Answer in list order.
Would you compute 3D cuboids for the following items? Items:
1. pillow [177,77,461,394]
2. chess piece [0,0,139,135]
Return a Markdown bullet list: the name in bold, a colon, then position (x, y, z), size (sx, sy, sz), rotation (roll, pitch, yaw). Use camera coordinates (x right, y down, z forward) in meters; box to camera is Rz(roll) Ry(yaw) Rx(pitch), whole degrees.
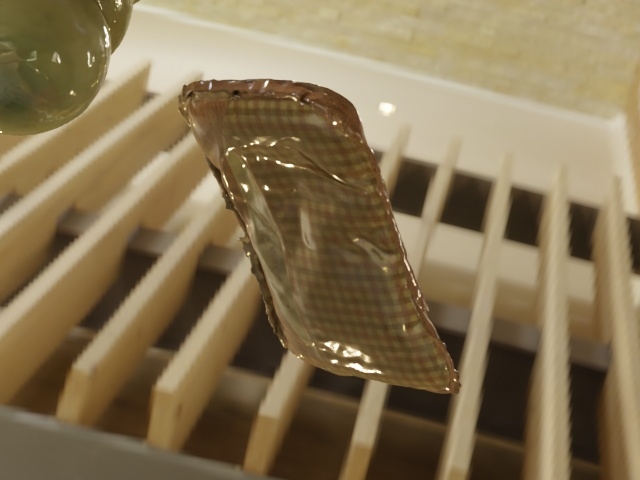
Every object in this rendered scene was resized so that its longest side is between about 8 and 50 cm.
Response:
- **pillow**: position (-0.002, -0.001, 0.812), size (0.135, 0.211, 0.034), rotation (8, -139, 45)
- **chess piece**: position (-0.171, -0.163, 0.922), size (0.144, 0.144, 0.251), rotation (11, -143, -4)
